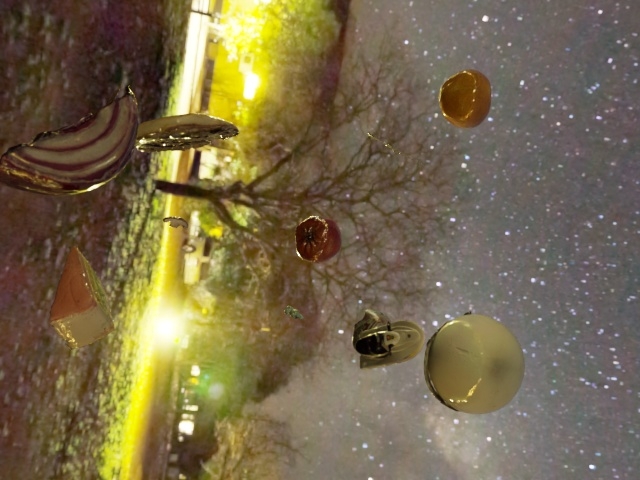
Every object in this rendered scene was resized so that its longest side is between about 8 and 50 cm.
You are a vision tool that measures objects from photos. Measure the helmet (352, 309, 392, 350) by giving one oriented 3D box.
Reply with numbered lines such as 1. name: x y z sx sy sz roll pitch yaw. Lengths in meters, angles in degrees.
1. helmet: 0.214 0.355 2.008 0.107 0.153 0.177 1 -128 55

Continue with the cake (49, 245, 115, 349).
1. cake: -0.480 0.109 1.104 0.226 0.090 0.110 -106 176 -49

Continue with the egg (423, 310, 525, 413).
1. egg: 0.426 0.328 1.353 0.265 0.286 0.174 -63 -161 -9

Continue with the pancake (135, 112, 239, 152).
1. pancake: -0.449 -0.345 1.723 0.382 0.381 0.071 -165 -112 -79

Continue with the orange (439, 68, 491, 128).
1. orange: 0.389 -0.381 1.431 0.159 0.136 0.159 2 90 -75

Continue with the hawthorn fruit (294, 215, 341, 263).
1. hawthorn fruit: 0.000 0.000 1.966 0.200 0.179 0.179 19 78 -67

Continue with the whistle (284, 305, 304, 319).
1. whistle: -0.098 0.268 1.959 0.100 0.035 0.035 23 -73 42

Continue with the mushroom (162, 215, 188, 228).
1. mushroom: -0.539 -0.068 1.980 0.049 0.101 0.019 -51 -135 21

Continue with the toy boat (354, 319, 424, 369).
1. toy boat: 0.206 0.326 1.689 0.269 0.140 0.141 -38 -138 53

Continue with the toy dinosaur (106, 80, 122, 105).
1. toy dinosaur: -0.679 -0.439 1.737 0.058 0.037 0.180 -61 174 -75

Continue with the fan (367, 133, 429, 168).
1. fan: 0.186 -0.234 1.355 0.010 0.182 0.310 -60 -171 12

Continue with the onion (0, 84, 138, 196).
1. onion: -0.493 -0.170 1.085 0.314 0.146 0.280 -44 -161 -25
